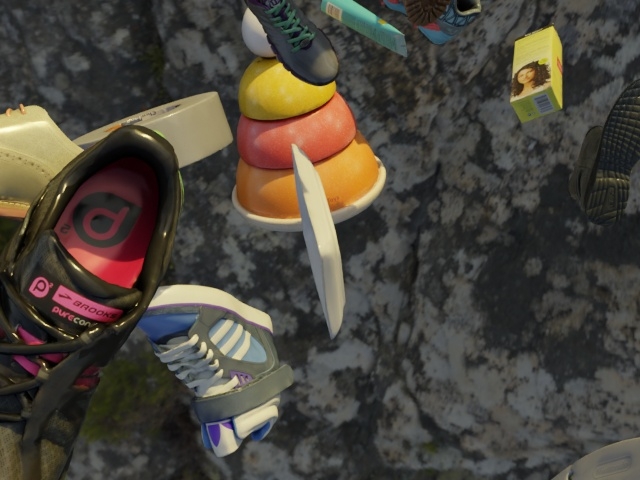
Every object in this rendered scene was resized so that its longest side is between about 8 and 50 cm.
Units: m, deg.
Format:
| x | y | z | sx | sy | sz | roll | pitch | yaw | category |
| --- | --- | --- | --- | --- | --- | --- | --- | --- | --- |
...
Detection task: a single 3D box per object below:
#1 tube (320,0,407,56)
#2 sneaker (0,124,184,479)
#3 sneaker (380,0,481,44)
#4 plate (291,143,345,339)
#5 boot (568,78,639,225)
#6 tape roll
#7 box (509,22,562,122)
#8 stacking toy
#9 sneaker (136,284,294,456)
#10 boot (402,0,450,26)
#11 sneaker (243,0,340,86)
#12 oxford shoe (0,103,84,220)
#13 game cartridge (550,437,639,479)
| x | y | z | sx | sy | sz | roll | pitch | yaw | category |
| --- | --- | --- | --- | --- | --- | --- | --- | --- | --- |
| 0.094 | -0.449 | 1.840 | 0.207 | 0.080 | 0.052 | 37 | 84 | 21 | tube |
| -0.272 | 0.084 | 0.853 | 0.185 | 0.482 | 0.202 | 23 | 159 | -11 | sneaker |
| 0.182 | -0.443 | 1.521 | 0.125 | 0.262 | 0.104 | -23 | 61 | 34 | sneaker |
| 0.000 | 0.000 | 1.668 | 0.045 | 0.277 | 0.278 | -12 | 140 | -3 | plate |
| 0.455 | -0.156 | 1.411 | 0.084 | 0.161 | 0.246 | 13 | 113 | -6 | boot |
| -0.235 | -0.138 | 1.239 | 0.219 | 0.219 | 0.072 | -12 | 106 | 25 | tape roll |
| 0.421 | -0.327 | 1.727 | 0.087 | 0.232 | 0.058 | -19 | 124 | 28 | box |
| -0.058 | -0.290 | 1.903 | 0.351 | 0.350 | 0.479 | 2 | 123 | 20 | stacking toy |
| -0.172 | 0.213 | 1.388 | 0.130 | 0.323 | 0.236 | -17 | 66 | 28 | sneaker |
| 0.102 | -0.309 | 0.940 | 0.059 | 0.084 | 0.157 | -16 | 130 | -13 | boot |
| -0.057 | -0.331 | 1.364 | 0.083 | 0.098 | 0.223 | -40 | 84 | 5 | sneaker |
| -0.386 | -0.097 | 1.033 | 0.397 | 0.140 | 0.146 | 18 | 89 | -29 | oxford shoe |
| 0.339 | 0.326 | 1.003 | 0.060 | 0.196 | 0.294 | 21 | 152 | -11 | game cartridge |
